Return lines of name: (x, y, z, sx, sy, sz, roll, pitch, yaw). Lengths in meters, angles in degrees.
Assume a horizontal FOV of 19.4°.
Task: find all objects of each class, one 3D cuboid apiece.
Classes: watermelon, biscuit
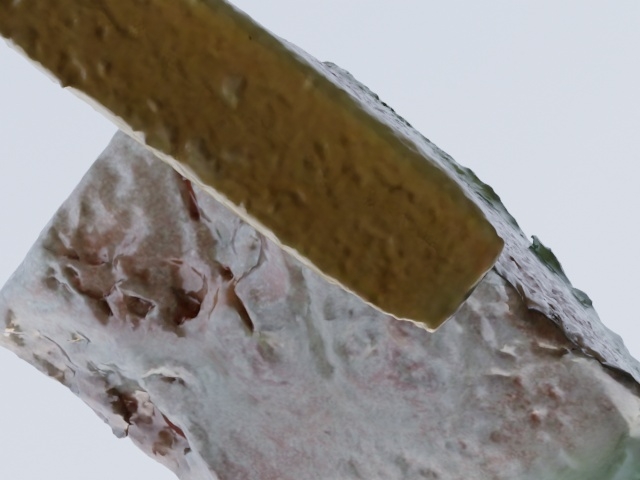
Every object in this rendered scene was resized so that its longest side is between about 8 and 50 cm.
watermelon: (0.000, 0.000, 0.771, 0.232, 0.193, 0.310, 4, -132, -42)
biscuit: (-0.029, -0.042, 0.583, 0.188, 0.056, 0.052, 37, -88, -3)
